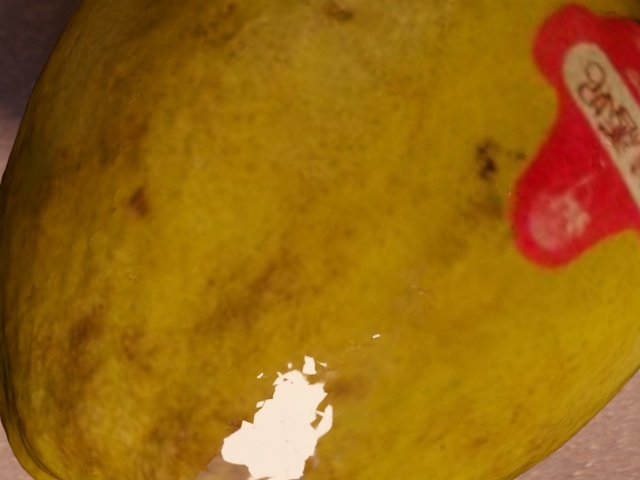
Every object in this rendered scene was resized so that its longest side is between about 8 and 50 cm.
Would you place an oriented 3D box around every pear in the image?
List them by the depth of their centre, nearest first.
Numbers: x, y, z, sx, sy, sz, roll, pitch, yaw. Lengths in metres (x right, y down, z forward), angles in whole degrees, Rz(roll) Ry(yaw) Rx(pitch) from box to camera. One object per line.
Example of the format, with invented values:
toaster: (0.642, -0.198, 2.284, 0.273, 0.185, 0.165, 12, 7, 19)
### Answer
pear: (0.000, 0.000, 0.750, 0.375, 0.287, 0.287, -54, 152, -22)
